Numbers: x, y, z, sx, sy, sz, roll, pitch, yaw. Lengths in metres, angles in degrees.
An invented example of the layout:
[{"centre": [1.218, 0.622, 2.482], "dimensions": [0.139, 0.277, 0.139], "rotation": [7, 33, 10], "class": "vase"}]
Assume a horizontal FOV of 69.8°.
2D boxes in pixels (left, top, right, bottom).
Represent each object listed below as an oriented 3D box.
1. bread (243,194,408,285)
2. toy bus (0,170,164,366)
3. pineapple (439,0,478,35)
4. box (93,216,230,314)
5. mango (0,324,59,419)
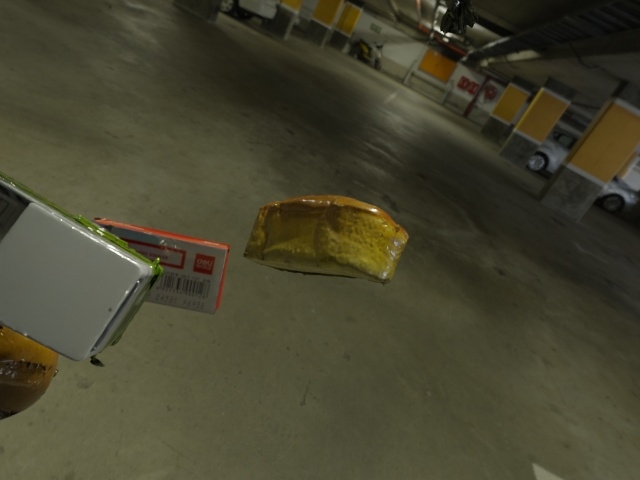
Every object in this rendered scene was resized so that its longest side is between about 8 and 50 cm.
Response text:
[{"centre": [0.000, 0.000, 0.577], "dimensions": [0.102, 0.094, 0.245], "rotation": [28, -16, -36], "class": "bread"}, {"centre": [-0.290, -0.012, 0.387], "dimensions": [0.301, 0.113, 0.139], "rotation": [33, -11, -13], "class": "toy bus"}, {"centre": [0.190, -0.357, 0.611], "dimensions": [0.074, 0.159, 0.074], "rotation": [-2, 42, 2], "class": "pineapple"}, {"centre": [-0.275, 0.043, 0.768], "dimensions": [0.229, 0.123, 0.050], "rotation": [12, 10, -7], "class": "box"}, {"centre": [-0.383, 0.119, 0.462], "dimensions": [0.151, 0.156, 0.249], "rotation": [66, 6, 18], "class": "mango"}]
